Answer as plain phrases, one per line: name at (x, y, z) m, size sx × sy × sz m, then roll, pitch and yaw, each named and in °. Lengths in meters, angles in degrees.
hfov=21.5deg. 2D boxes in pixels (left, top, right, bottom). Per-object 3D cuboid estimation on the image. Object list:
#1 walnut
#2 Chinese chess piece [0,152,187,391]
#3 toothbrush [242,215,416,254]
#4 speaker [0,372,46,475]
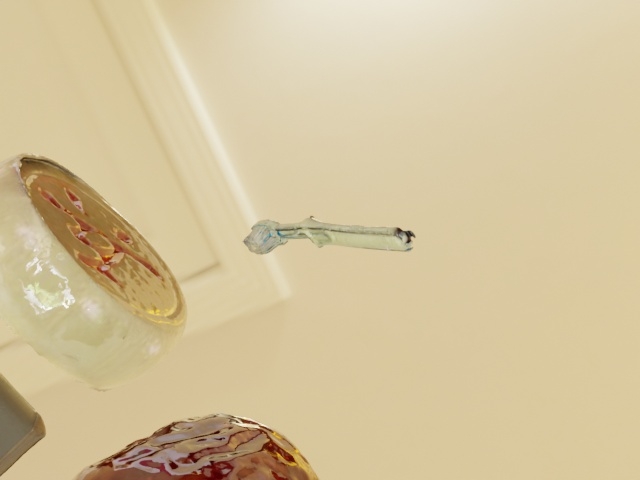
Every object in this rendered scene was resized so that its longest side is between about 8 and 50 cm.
walnut at (-0.123, 0.251, 1.354) m, size 0.243 × 0.222 × 0.269 m, roll -5°, pitch 173°, yaw 27°
Chinese chess piece at (-0.242, 0.030, 1.632) m, size 0.103 × 0.250 × 0.250 m, roll -42°, pitch -172°, yaw 11°
toothbrush at (0.004, -0.004, 1.313) m, size 0.028 × 0.026 × 0.294 m, roll -45°, pitch -163°, yaw -20°
speaker at (-0.309, 0.084, 1.039) m, size 0.192 × 0.153 × 0.231 m, roll -43°, pitch -143°, yaw -12°
